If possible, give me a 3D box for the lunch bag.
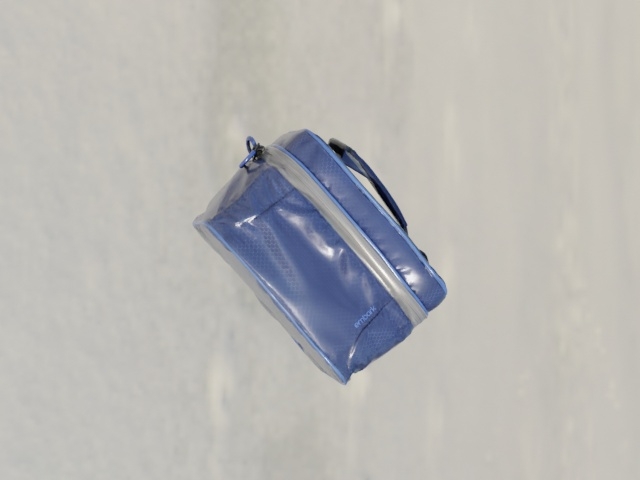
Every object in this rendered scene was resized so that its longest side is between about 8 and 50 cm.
[{"bbox_3d":[0.000,0.000,0.624,0.098,0.065,0.067,50,-7,-9],"label":"lunch bag"}]
